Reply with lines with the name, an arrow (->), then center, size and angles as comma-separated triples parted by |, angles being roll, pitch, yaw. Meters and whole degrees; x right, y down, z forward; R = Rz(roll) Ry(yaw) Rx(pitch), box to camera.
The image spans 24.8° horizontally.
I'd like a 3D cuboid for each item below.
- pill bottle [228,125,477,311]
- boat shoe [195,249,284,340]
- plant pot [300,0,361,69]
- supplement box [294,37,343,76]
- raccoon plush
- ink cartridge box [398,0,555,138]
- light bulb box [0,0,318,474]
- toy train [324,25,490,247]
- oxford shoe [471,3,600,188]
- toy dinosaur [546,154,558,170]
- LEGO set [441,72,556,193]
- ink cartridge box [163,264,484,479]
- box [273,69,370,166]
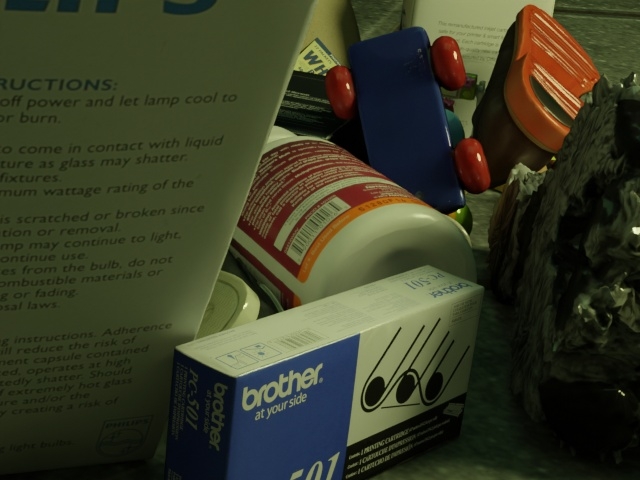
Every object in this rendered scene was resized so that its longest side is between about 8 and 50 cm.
pill bottle -> 0.000, 0.000, 0.981 | 0.121, 0.121, 0.221 | -3, 22, -27
boat shoe -> -0.069, 0.051, 0.916 | 0.079, 0.084, 0.233 | 41, -1, -23
plant pot -> -0.084, -0.234, 1.510 | 0.284, 0.191, 0.284 | 6, 20, -2
supplement box -> -0.026, -0.130, 1.347 | 0.056, 0.083, 0.083 | 48, 39, -8
raccoon plush -> 0.290, 0.013, 0.953 | 0.299, 0.216, 0.446 | 14, 19, -3
ink cartridge box -> 0.148, -0.188, 1.457 | 0.140, 0.190, 0.082 | 5, 19, -6
light bulb box -> -0.190, -0.123, 0.732 | 0.225, 0.361, 0.358 | -3, 48, -26
toy train -> 0.085, -0.024, 1.116 | 0.105, 0.248, 0.143 | -15, -22, 10
oxford shoe -> 0.175, -0.129, 1.272 | 0.097, 0.098, 0.271 | 43, 28, -6
toy dinosaur -> 0.307, -0.029, 1.190 | 0.127, 0.200, 0.295 | -21, 50, -8
LEGO set -> 0.156, -0.112, 1.372 | 0.287, 0.107, 0.132 | 5, 20, -6
ink cartridge box -> 0.006, 0.083, 0.784 | 0.046, 0.097, 0.207 | 22, 25, 37
box -> -0.095, -0.087, 1.223 | 0.261, 0.103, 0.184 | 12, 24, 14
